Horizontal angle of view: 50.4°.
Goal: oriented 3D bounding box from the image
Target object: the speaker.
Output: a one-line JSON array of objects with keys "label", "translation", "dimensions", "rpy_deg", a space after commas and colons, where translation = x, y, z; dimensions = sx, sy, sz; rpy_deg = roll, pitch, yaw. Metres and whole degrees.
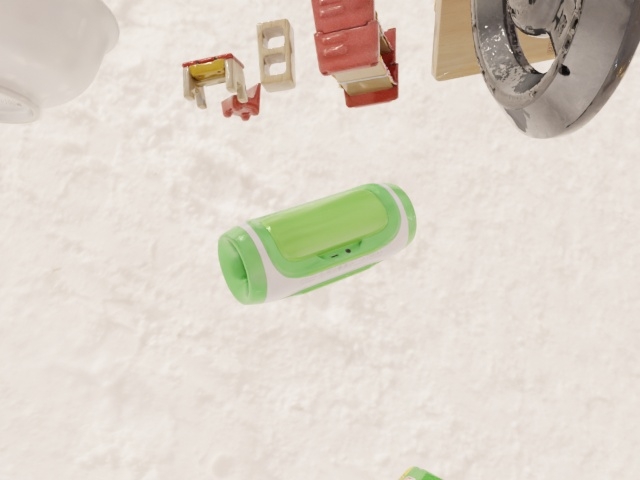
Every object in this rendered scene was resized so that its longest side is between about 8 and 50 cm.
[{"label": "speaker", "translation": [0.000, 0.000, 1.038], "dimensions": [0.296, 0.131, 0.131], "rpy_deg": [-19, 84, -27]}]

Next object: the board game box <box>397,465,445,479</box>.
[{"label": "board game box", "translation": [0.113, 0.289, 0.625], "dimensions": [0.124, 0.259, 0.039], "rpy_deg": [-39, 104, -19]}]

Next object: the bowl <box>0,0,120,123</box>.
[{"label": "bowl", "translation": [-0.404, -0.227, 0.821], "dimensions": [0.298, 0.298, 0.134], "rpy_deg": [12, 80, -30]}]

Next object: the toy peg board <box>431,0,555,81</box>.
[{"label": "toy peg board", "translation": [0.193, -0.278, 0.750], "dimensions": [0.161, 0.160, 0.079], "rpy_deg": [-12, 44, -9]}]

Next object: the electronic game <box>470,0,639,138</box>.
[{"label": "electronic game", "translation": [0.155, -0.184, 0.457], "dimensions": [0.048, 0.229, 0.229], "rpy_deg": [-3, 73, -7]}]

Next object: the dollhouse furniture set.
[{"label": "dollhouse furniture set", "translation": [-0.050, -0.337, 1.283], "dimensions": [0.201, 0.374, 0.152], "rpy_deg": [28, 56, -72]}]
